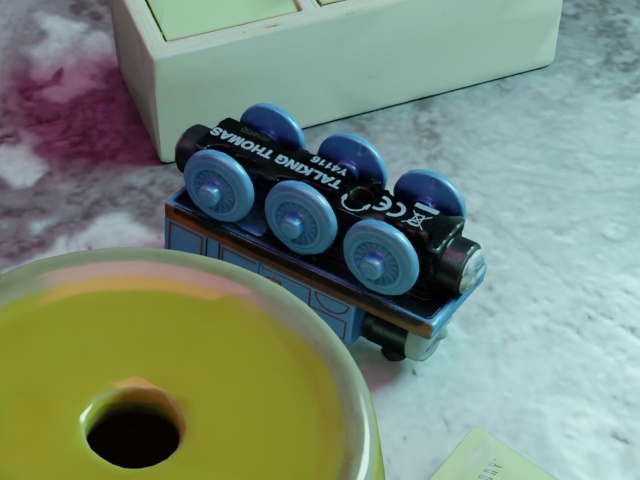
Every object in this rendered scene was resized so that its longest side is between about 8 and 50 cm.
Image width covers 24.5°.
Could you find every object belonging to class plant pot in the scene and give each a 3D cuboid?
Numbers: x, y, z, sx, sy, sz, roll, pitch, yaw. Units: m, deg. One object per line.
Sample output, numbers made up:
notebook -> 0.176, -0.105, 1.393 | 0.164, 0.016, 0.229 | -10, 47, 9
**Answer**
plant pot -> -0.069, 0.141, 0.546 | 0.254, 0.239, 0.254 | 4, 43, -3

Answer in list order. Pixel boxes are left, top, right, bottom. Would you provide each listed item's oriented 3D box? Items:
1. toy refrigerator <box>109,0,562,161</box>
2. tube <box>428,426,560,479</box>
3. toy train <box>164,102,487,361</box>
toy refrigerator -> 0.010, -0.146, 0.930 | 0.269, 0.094, 0.102 | -15, 49, -14
tube -> 0.142, 0.168, 0.662 | 0.240, 0.062, 0.070 | 27, 11, 29
toy train -> 0.000, 0.000, 0.784 | 0.184, 0.105, 0.080 | 24, 43, 21
